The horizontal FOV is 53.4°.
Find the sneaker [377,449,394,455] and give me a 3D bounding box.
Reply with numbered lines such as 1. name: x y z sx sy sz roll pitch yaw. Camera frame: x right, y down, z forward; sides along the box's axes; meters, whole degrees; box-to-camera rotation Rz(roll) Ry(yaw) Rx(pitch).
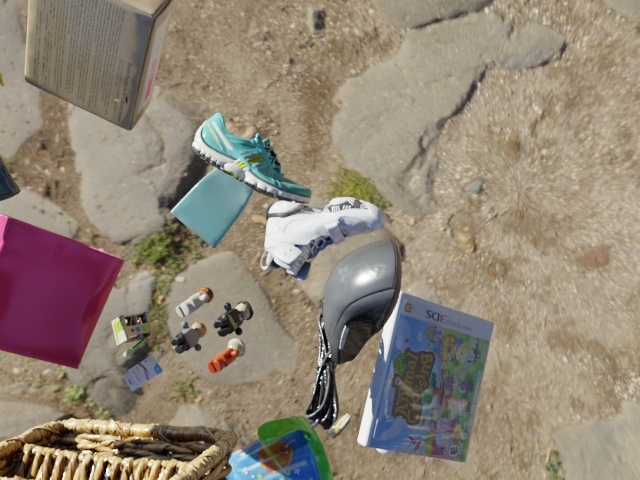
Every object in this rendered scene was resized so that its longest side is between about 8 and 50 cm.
1. sneaker: 0.140 0.299 1.212 0.090 0.232 0.115 27 139 -2

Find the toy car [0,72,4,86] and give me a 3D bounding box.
1. toy car: -0.565 -0.305 1.047 0.040 0.060 0.122 -9 120 -8

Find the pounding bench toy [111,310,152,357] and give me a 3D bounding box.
1. pounding bench toy: -0.381 0.195 1.309 0.052 0.065 0.083 -29 73 44

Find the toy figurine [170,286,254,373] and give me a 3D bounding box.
1. toy figurine: -0.312 0.252 1.847 0.209 0.148 0.213 21 118 20

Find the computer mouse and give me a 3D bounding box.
1. computer mouse: 0.020 0.118 0.723 0.060 0.262 0.184 11 59 -12

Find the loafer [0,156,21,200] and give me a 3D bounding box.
1. loafer: -0.642 -0.203 1.200 0.084 0.096 0.268 -14 109 -18

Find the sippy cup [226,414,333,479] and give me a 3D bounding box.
1. sippy cup: -0.116 0.587 1.594 0.224 0.240 0.306 -15 91 -23

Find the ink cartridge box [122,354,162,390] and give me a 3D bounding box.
1. ink cartridge box: -0.433 0.323 1.548 0.083 0.028 0.048 -33 81 -26

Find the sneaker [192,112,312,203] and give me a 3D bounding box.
1. sneaker: -0.131 -0.164 1.325 0.275 0.107 0.110 32 88 -9

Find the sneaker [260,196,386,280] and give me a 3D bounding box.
1. sneaker: 0.000 0.000 1.781 0.365 0.137 0.210 1 62 22

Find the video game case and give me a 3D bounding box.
1. video game case: 0.156 0.197 0.903 0.023 0.193 0.212 0 73 58

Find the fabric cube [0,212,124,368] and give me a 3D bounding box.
1. fabric cube: -0.636 0.104 1.413 0.259 0.254 0.258 11 79 53

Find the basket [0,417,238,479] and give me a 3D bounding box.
1. basket: -0.277 0.294 0.707 0.299 0.213 0.223 -2 63 24

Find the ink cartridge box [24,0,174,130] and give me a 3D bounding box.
1. ink cartridge box: -0.352 -0.317 1.001 0.193 0.088 0.235 25 136 -8

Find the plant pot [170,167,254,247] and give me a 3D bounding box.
1. plant pot: -0.289 -0.134 1.879 0.165 0.165 0.234 40 104 -8
